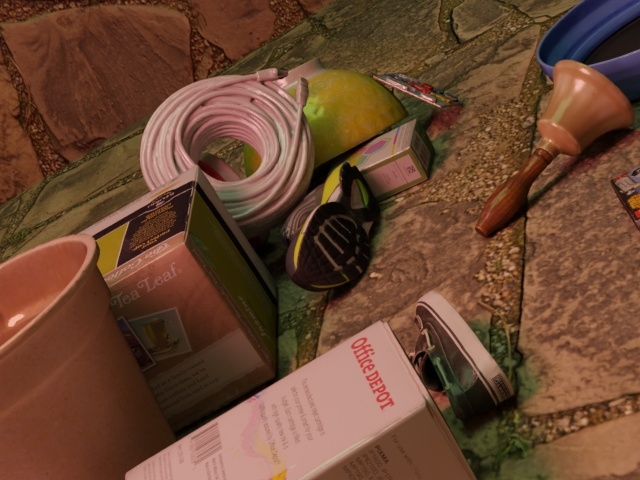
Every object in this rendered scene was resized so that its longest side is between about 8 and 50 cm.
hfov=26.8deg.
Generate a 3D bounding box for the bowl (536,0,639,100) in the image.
[{"bbox_3d":[0.497,-0.318,1.897,0.391,0.077,0.391,-28,19,10],"label":"bowl"}]

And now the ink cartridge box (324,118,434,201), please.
[{"bbox_3d":[0.066,-0.099,2.045,0.209,0.062,0.109,-25,20,22],"label":"ink cartridge box"}]

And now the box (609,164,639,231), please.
[{"bbox_3d":[0.383,-0.056,1.496,0.094,0.027,0.137,-27,19,10],"label":"box"}]

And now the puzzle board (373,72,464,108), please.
[{"bbox_3d":[0.160,-0.245,2.167,0.128,0.011,0.096,27,19,22],"label":"puzzle board"}]

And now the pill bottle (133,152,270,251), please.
[{"bbox_3d":[-0.249,0.021,2.064,0.318,0.176,0.176,-38,20,-17],"label":"pill bottle"}]

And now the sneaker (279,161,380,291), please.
[{"bbox_3d":[0.000,0.000,1.873,0.121,0.111,0.300,-35,11,24],"label":"sneaker"}]

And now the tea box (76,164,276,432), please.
[{"bbox_3d":[-0.250,0.108,1.783,0.329,0.220,0.323,-29,18,10],"label":"tea box"}]

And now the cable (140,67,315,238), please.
[{"bbox_3d":[-0.137,-0.126,1.990,0.257,0.257,0.089,-3,-23,-2],"label":"cable"}]

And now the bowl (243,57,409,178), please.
[{"bbox_3d":[-0.017,-0.202,2.183,0.289,0.156,0.289,-28,4,2],"label":"bowl"}]

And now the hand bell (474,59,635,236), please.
[{"bbox_3d":[0.278,-0.099,1.700,0.242,0.126,0.126,-51,23,-12],"label":"hand bell"}]

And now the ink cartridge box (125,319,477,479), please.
[{"bbox_3d":[-0.022,0.232,1.253,0.306,0.131,0.226,-30,18,2],"label":"ink cartridge box"}]

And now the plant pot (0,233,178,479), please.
[{"bbox_3d":[-0.304,0.211,1.475,0.334,0.305,0.334,-28,20,11],"label":"plant pot"}]

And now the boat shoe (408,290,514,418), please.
[{"bbox_3d":[0.127,0.117,1.389,0.070,0.078,0.219,-32,20,-2],"label":"boat shoe"}]
